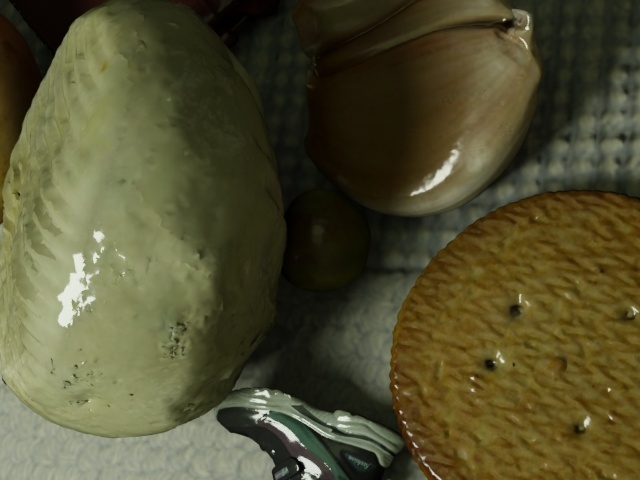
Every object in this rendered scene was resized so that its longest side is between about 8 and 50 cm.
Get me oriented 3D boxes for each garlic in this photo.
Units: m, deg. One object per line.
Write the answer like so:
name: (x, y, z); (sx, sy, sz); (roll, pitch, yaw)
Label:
garlic: (0.093, -0.128, 1.258); (0.228, 0.110, 0.217); (-6, 81, 29)

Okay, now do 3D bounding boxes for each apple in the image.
apple: (0.000, 0.000, 1.254); (0.074, 0.089, 0.089); (8, 67, -25)

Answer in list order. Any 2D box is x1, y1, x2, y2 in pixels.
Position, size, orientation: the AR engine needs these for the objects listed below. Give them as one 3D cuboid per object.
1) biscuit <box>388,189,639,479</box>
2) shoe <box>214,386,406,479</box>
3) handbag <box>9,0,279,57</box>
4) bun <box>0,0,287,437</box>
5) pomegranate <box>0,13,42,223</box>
biscuit: (0.203, 0.099, 1.161); (0.305, 0.038, 0.305); (-5, 68, 12)
shoe: (-0.018, 0.181, 1.206); (0.169, 0.071, 0.099); (12, 78, 20)
handbag: (-0.175, -0.275, 1.417); (0.260, 0.084, 0.275); (-43, 63, 0)
bun: (-0.138, -0.013, 1.188); (0.235, 0.326, 0.362); (9, 96, -16)
pomegranate: (-0.377, -0.127, 1.360); (0.252, 0.229, 0.270); (-23, 57, 19)
